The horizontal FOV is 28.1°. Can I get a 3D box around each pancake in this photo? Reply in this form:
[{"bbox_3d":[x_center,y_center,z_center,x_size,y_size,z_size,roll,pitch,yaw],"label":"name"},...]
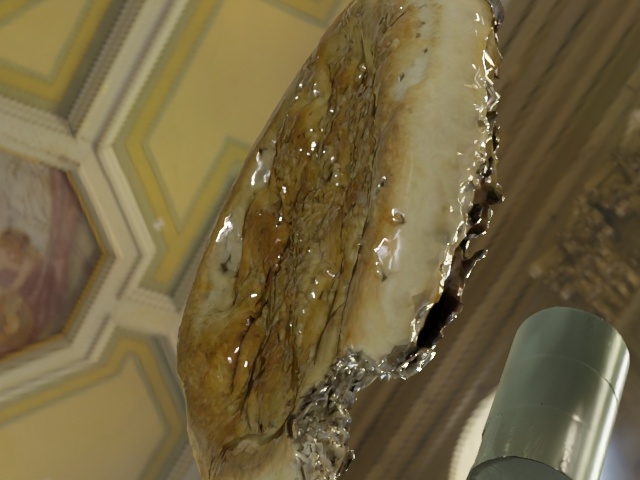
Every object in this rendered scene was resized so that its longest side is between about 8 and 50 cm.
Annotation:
[{"bbox_3d":[0.001,0.001,0.796,0.071,0.382,0.382,20,-68,-18],"label":"pancake"}]

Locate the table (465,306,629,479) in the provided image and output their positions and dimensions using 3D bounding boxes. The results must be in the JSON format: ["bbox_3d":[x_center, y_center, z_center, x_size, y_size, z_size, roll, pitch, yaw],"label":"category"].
[{"bbox_3d":[0.237,0.186,1.313,0.126,0.220,0.126,13,-48,15],"label":"table"}]
